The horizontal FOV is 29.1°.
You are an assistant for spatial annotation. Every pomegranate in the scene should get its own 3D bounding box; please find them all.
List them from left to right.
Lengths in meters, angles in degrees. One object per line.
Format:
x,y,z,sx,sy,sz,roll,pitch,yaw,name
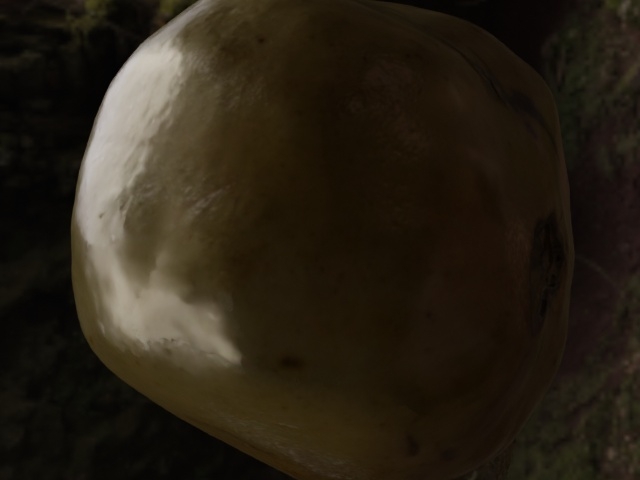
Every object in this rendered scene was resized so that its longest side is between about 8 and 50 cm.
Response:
0.000,0.000,0.764,0.332,0.332,0.332,0,-90,-79,pomegranate

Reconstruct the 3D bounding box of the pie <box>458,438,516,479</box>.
0.035,0.240,0.969,0.339,0.077,0.339,-49,-5,-6,pie
